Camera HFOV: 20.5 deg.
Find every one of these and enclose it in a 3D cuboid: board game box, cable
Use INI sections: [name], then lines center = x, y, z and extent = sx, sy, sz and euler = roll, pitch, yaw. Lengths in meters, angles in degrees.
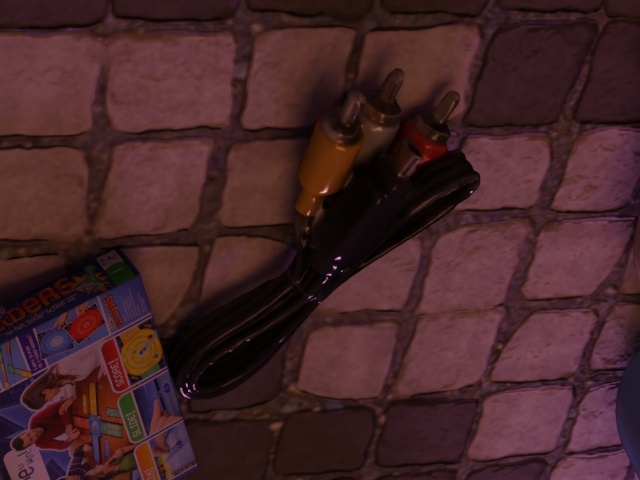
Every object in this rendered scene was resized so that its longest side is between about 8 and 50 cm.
[board game box]
center = -0.167, 0.114, 1.203
extent = 0.136, 0.035, 0.201
euler = -27, 134, -18
[cable]
center = 0.000, 0.000, 1.203
extent = 0.139, 0.072, 0.287
euler = -1, 143, -44

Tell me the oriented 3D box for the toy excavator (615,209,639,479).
[toy excavator]
center = 0.328, 0.093, 1.313
extent = 0.445, 0.222, 0.433
euler = 26, 114, -27
